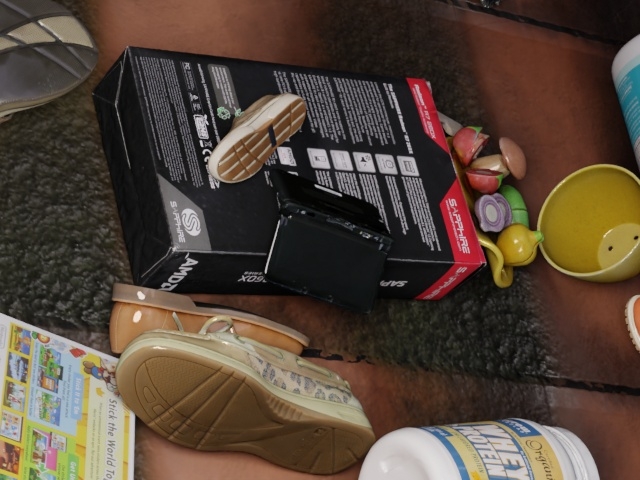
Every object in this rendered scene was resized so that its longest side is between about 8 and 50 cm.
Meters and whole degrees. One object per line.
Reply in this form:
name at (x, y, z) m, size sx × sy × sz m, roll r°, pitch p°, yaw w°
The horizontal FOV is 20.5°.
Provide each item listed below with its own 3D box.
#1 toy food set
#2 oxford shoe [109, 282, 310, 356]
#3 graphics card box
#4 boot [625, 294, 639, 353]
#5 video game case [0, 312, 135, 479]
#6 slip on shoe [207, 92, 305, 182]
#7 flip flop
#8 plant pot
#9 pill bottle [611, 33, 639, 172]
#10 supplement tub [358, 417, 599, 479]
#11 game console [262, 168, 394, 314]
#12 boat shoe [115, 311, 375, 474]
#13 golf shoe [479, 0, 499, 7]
toy food set at (0.189, -0.060, 1.912) m, size 0.128 × 0.071 × 0.218 m, roll 29°, pitch 40°, yaw -59°
oxford shoe at (-0.106, 0.093, 1.650) m, size 0.212 × 0.076 × 0.076 m, roll 13°, pitch 85°, yaw -32°
graphics card box at (-0.029, -0.061, 1.776) m, size 0.371 × 0.094 × 0.233 m, roll 2°, pitch 61°, yaw -35°
boot at (0.406, 0.118, 1.976) m, size 0.059 × 0.084 × 0.158 m, roll -22°, pitch 74°, yaw -41°
video game case at (-0.251, 0.151, 1.480) m, size 0.206 × 0.026 × 0.227 m, roll 23°, pitch 32°, yaw -21°
slip on shoe at (-0.068, -0.101, 1.684) m, size 0.041 × 0.051 × 0.135 m, roll 19°, pitch 47°, yaw 31°
flip flop at (-0.326, -0.134, 1.631) m, size 0.277 × 0.080 × 0.112 m, roll -41°, pitch 93°, yaw -29°
plant pot at (0.323, -0.005, 1.981) m, size 0.095 × 0.134 × 0.134 m, roll 37°, pitch 40°, yaw -48°
pill bottle at (0.447, -0.120, 2.118) m, size 0.146 × 0.146 × 0.264 m, roll 7°, pitch 57°, yaw -32°
supplement tub at (0.150, 0.242, 1.666) m, size 0.199 × 0.144 × 0.144 m, roll -1°, pitch 62°, yaw -36°
game console at (0.000, 0.000, 1.687) m, size 0.122 × 0.071 × 0.107 m, roll 20°, pitch 24°, yaw -26°
boat shoe at (-0.073, 0.135, 1.610) m, size 0.285 × 0.104 × 0.089 m, roll 28°, pitch 32°, yaw -40°
golf shoe at (0.208, -0.355, 2.164) m, size 0.094 × 0.077 × 0.198 m, roll 32°, pitch 40°, yaw 1°
